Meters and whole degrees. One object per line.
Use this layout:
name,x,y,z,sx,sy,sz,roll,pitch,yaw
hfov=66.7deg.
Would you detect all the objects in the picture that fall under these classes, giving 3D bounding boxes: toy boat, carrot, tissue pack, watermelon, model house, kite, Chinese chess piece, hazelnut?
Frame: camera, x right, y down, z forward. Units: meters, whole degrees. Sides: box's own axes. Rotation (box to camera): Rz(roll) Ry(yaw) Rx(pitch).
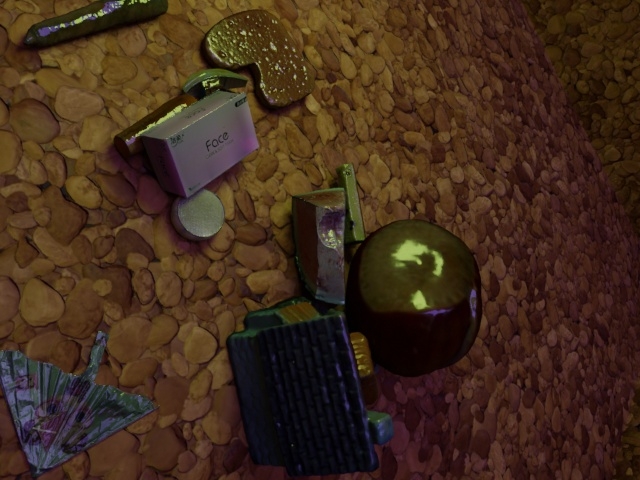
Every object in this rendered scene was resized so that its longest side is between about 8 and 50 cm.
toy boat,-0.259,-0.377,1.186,0.172,0.065,0.066,-25,81,-31
carrot,-0.476,-0.483,1.044,0.342,0.070,0.070,-39,104,-36
tissue pack,-0.260,-0.222,1.095,0.246,0.092,0.149,-46,140,-36
watermelon,0.000,0.000,1.215,0.148,0.226,0.318,1,68,-4
model house,0.015,0.293,1.064,0.297,0.339,0.360,-8,83,-37
kite,-0.459,0.297,0.897,0.323,0.013,0.268,34,61,-28
carrot,-0.353,-0.261,1.084,0.067,0.067,0.225,53,55,-15
Chinese chess piece,-0.278,-0.059,1.104,0.122,0.051,0.122,8,76,-36
hazelnut,0.246,0.151,1.270,0.359,0.359,0.409,31,54,-29

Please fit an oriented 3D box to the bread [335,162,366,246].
bread,0.072,-0.099,1.366,0.049,0.088,0.226,-4,80,-36

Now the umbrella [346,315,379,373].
umbrella,0.099,0.288,1.320,0.050,0.046,0.188,-41,109,-31

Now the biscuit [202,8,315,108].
biscuit,-0.162,-0.469,1.297,0.262,0.052,0.277,-45,108,-31
